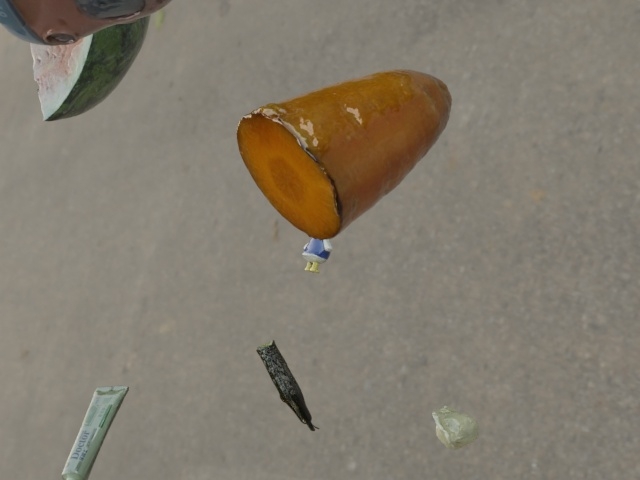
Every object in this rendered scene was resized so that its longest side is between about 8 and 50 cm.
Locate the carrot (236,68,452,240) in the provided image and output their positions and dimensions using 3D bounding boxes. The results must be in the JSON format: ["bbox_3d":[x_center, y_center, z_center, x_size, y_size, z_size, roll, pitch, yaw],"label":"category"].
[{"bbox_3d":[0.046,-0.120,1.137,0.225,0.159,0.159,-34,23,-20],"label":"carrot"}]

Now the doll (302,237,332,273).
[{"bbox_3d":[0.000,0.000,2.244,0.099,0.058,0.143,-1,69,56],"label":"doll"}]

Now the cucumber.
[{"bbox_3d":[-0.052,0.237,1.677,0.039,0.043,0.163,-27,88,16],"label":"cucumber"}]

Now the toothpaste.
[{"bbox_3d":[-0.369,0.317,1.690,0.064,0.041,0.218,-6,40,19],"label":"toothpaste"}]

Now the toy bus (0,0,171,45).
[{"bbox_3d":[-0.203,-0.330,0.989,0.232,0.197,0.294,3,59,14],"label":"toy bus"}]

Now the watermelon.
[{"bbox_3d":[-0.317,-0.331,1.477,0.260,0.176,0.256,-49,19,29],"label":"watermelon"}]

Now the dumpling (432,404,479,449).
[{"bbox_3d":[0.168,0.227,1.299,0.057,0.076,0.052,63,147,12],"label":"dumpling"}]
